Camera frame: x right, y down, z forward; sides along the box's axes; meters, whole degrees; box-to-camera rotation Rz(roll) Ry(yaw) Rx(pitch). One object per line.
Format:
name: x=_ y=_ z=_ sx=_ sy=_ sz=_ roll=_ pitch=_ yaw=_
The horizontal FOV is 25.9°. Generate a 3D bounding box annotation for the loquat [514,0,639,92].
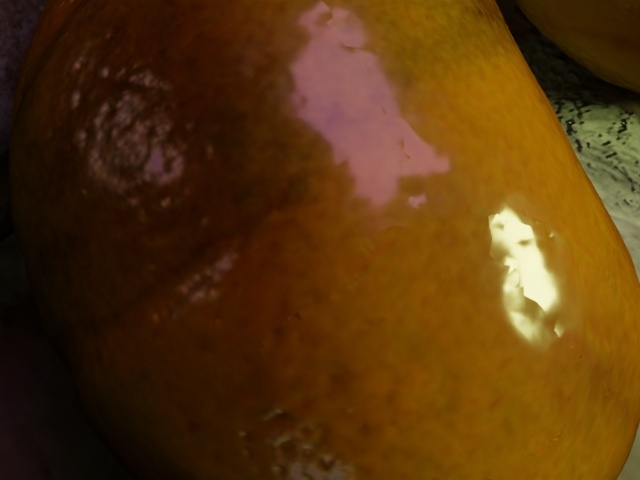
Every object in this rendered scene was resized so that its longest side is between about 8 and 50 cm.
loquat: x=0.203 y=-0.208 z=0.706 sx=0.274 sy=0.275 sz=0.275 roll=10 pitch=42 yaw=-9

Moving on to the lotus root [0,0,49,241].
lotus root: x=-0.141 y=-0.085 z=0.531 sx=0.140 sy=0.158 sz=0.322 roll=15 pitch=48 yaw=-21

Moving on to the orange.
orange: x=0.000 y=0.000 z=0.450 sx=0.171 sy=0.240 sz=0.240 roll=-29 pitch=47 yaw=10
